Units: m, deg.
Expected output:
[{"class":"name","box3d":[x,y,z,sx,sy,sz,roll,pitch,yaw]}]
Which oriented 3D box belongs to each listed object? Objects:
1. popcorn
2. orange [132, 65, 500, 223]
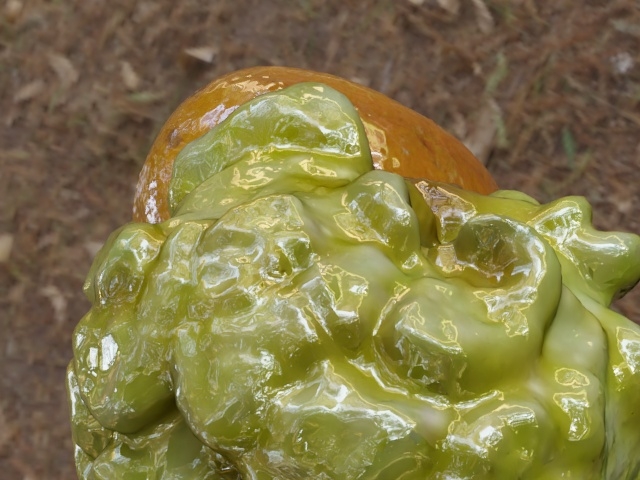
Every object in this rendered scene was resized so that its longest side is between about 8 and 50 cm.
[{"class":"popcorn","box3d":[0.024,0.054,0.520,0.181,0.235,0.217,107,164,-47]},{"class":"orange","box3d":[0.000,0.000,0.813,0.224,0.224,0.170,14,78,43]}]
